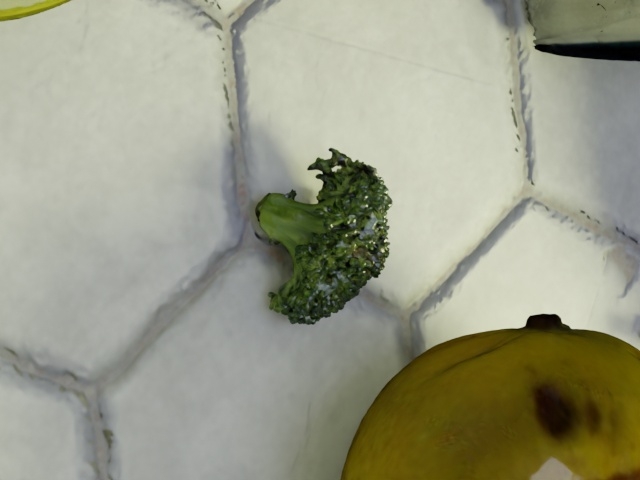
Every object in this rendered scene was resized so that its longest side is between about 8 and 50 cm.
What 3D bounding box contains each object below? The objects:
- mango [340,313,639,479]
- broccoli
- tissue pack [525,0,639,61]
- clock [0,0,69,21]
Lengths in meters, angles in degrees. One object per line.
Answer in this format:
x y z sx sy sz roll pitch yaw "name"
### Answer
0.171 0.261 1.072 0.301 0.220 0.445 -32 112 -26 "mango"
0.000 0.000 1.048 0.092 0.097 0.095 24 44 8 "broccoli"
0.372 -0.268 1.196 0.416 0.264 0.253 -12 102 -35 "tissue pack"
-0.186 -0.256 0.838 0.293 0.071 0.277 -13 96 -13 "clock"
